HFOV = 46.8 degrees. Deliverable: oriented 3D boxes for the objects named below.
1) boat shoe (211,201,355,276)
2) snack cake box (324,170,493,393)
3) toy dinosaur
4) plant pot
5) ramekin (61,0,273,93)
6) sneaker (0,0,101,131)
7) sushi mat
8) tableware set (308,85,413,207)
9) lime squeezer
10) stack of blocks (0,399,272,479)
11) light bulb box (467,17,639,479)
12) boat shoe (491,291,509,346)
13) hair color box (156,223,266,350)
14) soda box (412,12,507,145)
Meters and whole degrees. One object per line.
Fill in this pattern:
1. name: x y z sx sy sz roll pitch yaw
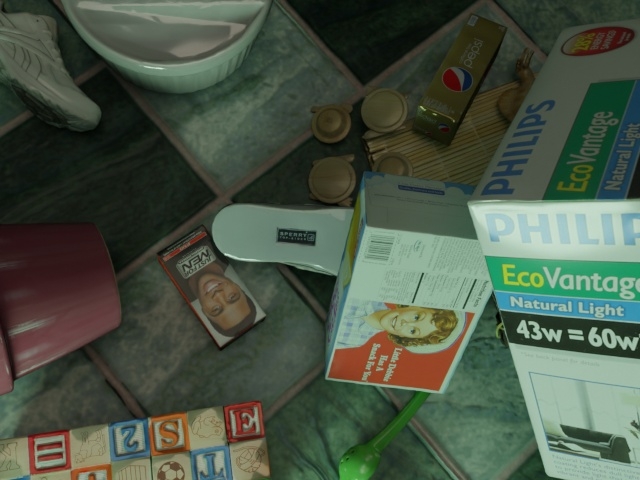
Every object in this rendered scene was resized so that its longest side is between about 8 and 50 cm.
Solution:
1. boat shoe: 0.000 0.000 0.930 0.267 0.088 0.096 4 98 0
2. snack cake box: 0.098 0.057 0.832 0.152 0.264 0.089 7 44 -6
3. toy dinosaur: 0.289 -0.176 1.018 0.092 0.053 0.183 12 67 11
4. plant pot: -0.330 0.062 0.830 0.180 0.201 0.202 -15 77 -27
5. ramekin: -0.196 -0.319 0.970 0.272 0.127 0.273 2 74 -7
6. sneaker: -0.363 -0.235 0.950 0.232 0.090 0.115 37 71 3
7. sushi mat: 0.222 -0.129 1.026 0.316 0.019 0.152 -22 80 -12
8. tableware set: 0.052 -0.125 0.989 0.141 0.020 0.169 -4 78 9
9. lime squeezer: 0.066 0.313 0.880 0.109 0.058 0.311 21 69 -32
10. stack of blocks: -0.202 0.287 0.827 0.296 0.087 0.171 -7 76 -9
11. light bulb box: 0.344 0.007 0.750 0.225 0.361 0.358 0 38 34
12. boat shoe: 0.264 0.119 0.931 0.068 0.081 0.228 -28 82 -17
13. hair color box: -0.136 0.058 0.920 0.072 0.043 0.141 -35 82 -15
14. soda box: 0.190 -0.220 1.009 0.058 0.061 0.181 26 66 10
